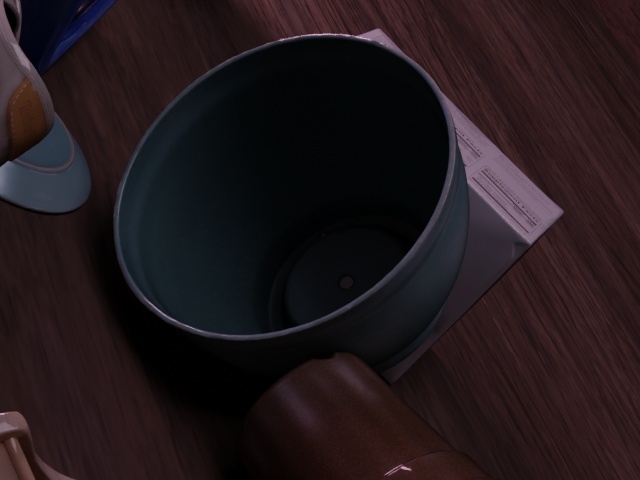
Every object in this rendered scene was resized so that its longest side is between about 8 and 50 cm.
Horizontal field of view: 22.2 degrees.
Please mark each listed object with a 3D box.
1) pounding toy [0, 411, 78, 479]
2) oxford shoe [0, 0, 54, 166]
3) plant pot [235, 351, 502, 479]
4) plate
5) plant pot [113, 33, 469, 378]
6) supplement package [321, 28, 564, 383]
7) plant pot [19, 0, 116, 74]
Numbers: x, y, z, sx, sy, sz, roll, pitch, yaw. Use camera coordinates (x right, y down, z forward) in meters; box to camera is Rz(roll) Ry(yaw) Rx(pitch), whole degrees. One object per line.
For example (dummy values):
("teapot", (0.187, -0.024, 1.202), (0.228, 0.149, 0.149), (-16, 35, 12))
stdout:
("pounding toy", (-0.190, 0.149, 0.931), (0.269, 0.154, 0.155), (13, 37, -50))
("oxford shoe", (-0.317, -0.223, 1.321), (0.130, 0.169, 0.449), (-15, 57, -15))
("plant pot", (0.031, 0.182, 1.229), (0.167, 0.167, 0.165), (10, 33, -52))
("plate", (-0.268, -0.098, 1.388), (0.188, 0.024, 0.188), (36, 24, -19))
("plant pot", (0.000, 0.000, 1.374), (0.293, 0.293, 0.196), (63, 4, 38))
("supplement package", (0.061, -0.036, 1.572), (0.262, 0.204, 0.145), (45, 25, 6))
("plant pot", (-0.256, -0.335, 1.519), (0.212, 0.236, 0.236), (36, 37, -2))
